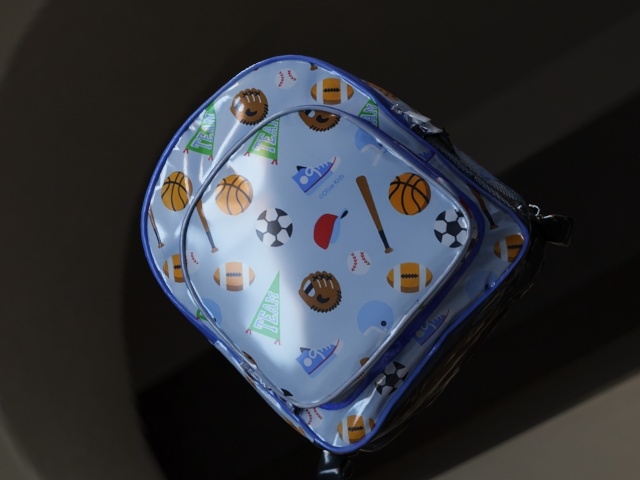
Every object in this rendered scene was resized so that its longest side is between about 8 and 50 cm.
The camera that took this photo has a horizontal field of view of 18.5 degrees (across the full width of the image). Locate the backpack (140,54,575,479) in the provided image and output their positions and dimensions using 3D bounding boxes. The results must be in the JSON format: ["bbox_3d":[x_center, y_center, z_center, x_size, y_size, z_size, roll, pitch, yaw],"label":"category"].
[{"bbox_3d":[0.000,0.000,1.460,0.263,0.276,0.213,42,-179,19],"label":"backpack"}]
